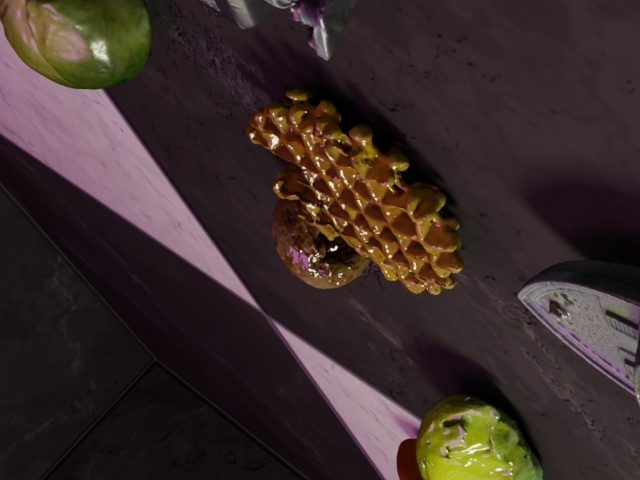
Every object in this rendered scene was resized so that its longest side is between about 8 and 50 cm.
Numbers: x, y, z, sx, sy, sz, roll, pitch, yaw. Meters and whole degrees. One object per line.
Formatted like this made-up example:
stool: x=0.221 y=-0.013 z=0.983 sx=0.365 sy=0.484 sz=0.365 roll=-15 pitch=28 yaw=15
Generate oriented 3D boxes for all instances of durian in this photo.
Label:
durian: x=0.180 y=0.240 z=1.384 sx=0.139 sy=0.101 sz=0.250 roll=-7 pitch=140 yaw=23

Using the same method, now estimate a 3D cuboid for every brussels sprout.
brussels sprout: x=-0.227 y=-0.210 z=1.128 sx=0.155 sy=0.117 sz=0.155 roll=27 pitch=140 yaw=25

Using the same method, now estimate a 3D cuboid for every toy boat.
toy boat: x=0.248 y=0.090 z=0.770 sx=0.319 sy=0.092 sz=0.141 roll=29 pitch=158 yaw=45

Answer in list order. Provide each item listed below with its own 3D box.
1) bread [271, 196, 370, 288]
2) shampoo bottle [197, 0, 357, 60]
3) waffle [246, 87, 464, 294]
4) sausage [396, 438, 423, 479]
bread: x=0.000 y=0.000 z=1.198 sx=0.113 sy=0.082 sz=0.060 roll=44 pitch=163 yaw=-17
shampoo bottle: x=-0.100 y=-0.224 z=0.844 sx=0.309 sy=0.071 sz=0.098 roll=33 pitch=160 yaw=27
waffle: x=0.033 y=-0.041 z=1.051 sx=0.229 sy=0.051 sz=0.231 roll=44 pitch=165 yaw=-5
sausage: x=0.200 y=0.357 z=1.657 sx=0.097 sy=0.094 sz=0.348 roll=51 pitch=164 yaw=-24
